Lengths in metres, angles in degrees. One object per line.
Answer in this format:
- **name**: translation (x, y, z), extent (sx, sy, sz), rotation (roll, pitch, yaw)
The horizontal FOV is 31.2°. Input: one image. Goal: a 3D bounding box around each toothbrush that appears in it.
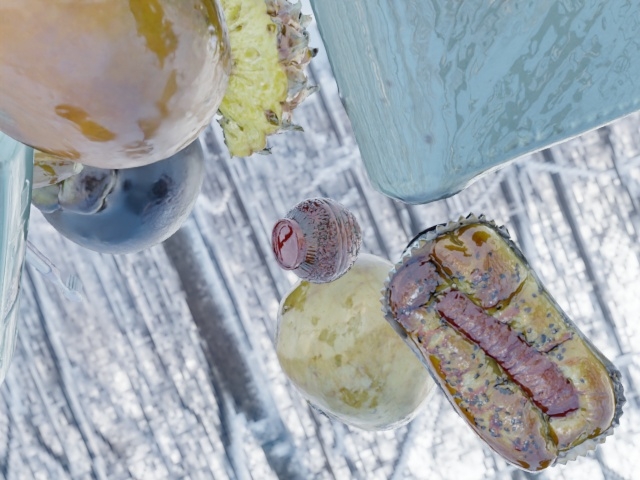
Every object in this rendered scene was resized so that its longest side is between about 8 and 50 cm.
- **toothbrush**: translation (-0.355, 0.031, 1.491), extent (0.024, 0.029, 0.354), rotation (4, 165, 3)

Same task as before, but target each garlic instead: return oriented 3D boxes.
- **garlic**: translation (-0.418, -0.121, 1.484), extent (0.207, 0.128, 0.115), rotation (0, 137, -41)

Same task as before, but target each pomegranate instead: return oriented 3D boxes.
- **pomegranate**: translation (0.060, 0.144, 1.634), extent (0.260, 0.260, 0.260), rotation (-22, -174, 2)

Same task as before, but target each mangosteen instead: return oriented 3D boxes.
- **mangosteen**: translation (-0.328, -0.117, 1.826), extent (0.297, 0.297, 0.313), rotation (-22, -168, 0)

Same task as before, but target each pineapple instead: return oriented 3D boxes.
- **pineapple**: translation (-0.040, -0.225, 1.320), extent (0.164, 0.249, 0.140), rotation (-11, -172, -42)

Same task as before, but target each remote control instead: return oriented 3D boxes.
- **remote control**: translation (-0.342, 0.019, 1.199), extent (0.056, 0.296, 0.140), rotation (9, -156, -7)

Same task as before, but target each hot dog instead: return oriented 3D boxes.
- **hot dog**: translation (0.119, 0.072, 0.766), extent (0.108, 0.191, 0.059), rotation (-36, -170, 15)

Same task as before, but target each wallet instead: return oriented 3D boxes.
- **wallet**: translation (0.096, -0.217, 0.617), extent (0.252, 0.360, 0.083), rotation (-21, -159, -3)

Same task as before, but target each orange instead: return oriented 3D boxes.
- **orange**: translation (-0.174, -0.157, 0.812), extent (0.171, 0.240, 0.240), rotation (-61, -159, -18)

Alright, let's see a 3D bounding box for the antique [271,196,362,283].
- **antique**: translation (0.000, 0.000, 1.300), extent (0.104, 0.104, 0.104), rotation (-22, -174, 2)
